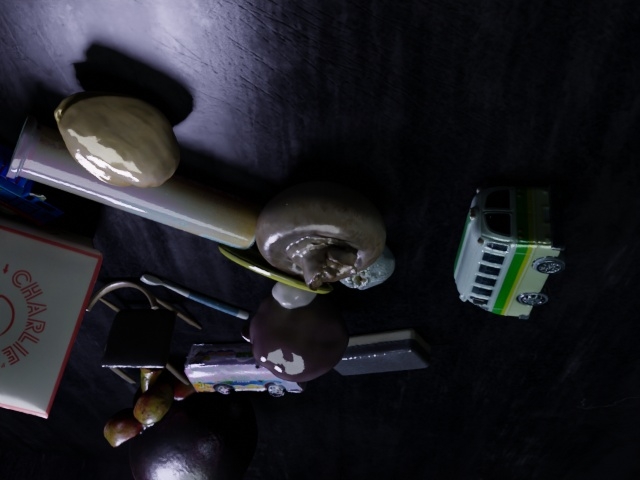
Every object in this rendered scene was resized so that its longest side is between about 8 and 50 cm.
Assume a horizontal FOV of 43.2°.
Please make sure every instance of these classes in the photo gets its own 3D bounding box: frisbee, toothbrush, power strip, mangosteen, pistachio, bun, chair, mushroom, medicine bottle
[{"bbox_3d":[-0.086,0.053,1.539,0.235,0.017,0.236,23,-177,-1],"label":"frisbee"},{"bbox_3d":[-0.286,0.131,1.856,0.275,0.019,0.025,24,152,-27],"label":"toothbrush"},{"bbox_3d":[0.131,0.271,1.957,0.256,0.070,0.105,-12,143,28],"label":"power strip"},{"bbox_3d":[-0.387,0.540,2.270,0.382,0.382,0.435,-17,130,37],"label":"mangosteen"},{"bbox_3d":[-0.309,-0.163,1.253,0.200,0.117,0.145,36,103,-29],"label":"pistachio"},{"bbox_3d":[0.073,0.050,1.561,0.140,0.083,0.141,4,153,2],"label":"bun"},{"bbox_3d":[-0.421,0.225,1.904,0.188,0.166,0.272,-2,150,17],"label":"chair"},{"bbox_3d":[0.000,0.000,1.393,0.226,0.178,0.226,2,158,1],"label":"mushroom"},{"bbox_3d":[-0.308,-0.089,1.391,0.426,0.108,0.108,20,149,-24],"label":"medicine bottle"}]

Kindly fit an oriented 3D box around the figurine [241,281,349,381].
[{"bbox_3d":[-0.058,0.207,1.829,0.218,0.206,0.365,36,172,-5],"label":"figurine"}]

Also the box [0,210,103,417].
[{"bbox_3d":[-0.606,0.107,1.504,0.312,0.315,0.300,19,-179,-20],"label":"box"}]

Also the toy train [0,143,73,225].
[{"bbox_3d":[-0.550,-0.109,1.429,0.131,0.083,0.204,-16,145,36],"label":"toy train"}]

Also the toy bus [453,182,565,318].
[{"bbox_3d":[0.322,0.021,1.401,0.164,0.134,0.276,5,150,3],"label":"toy bus"}]

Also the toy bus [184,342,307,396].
[{"bbox_3d":[-0.192,0.327,2.103,0.316,0.112,0.138,-6,138,21],"label":"toy bus"}]
